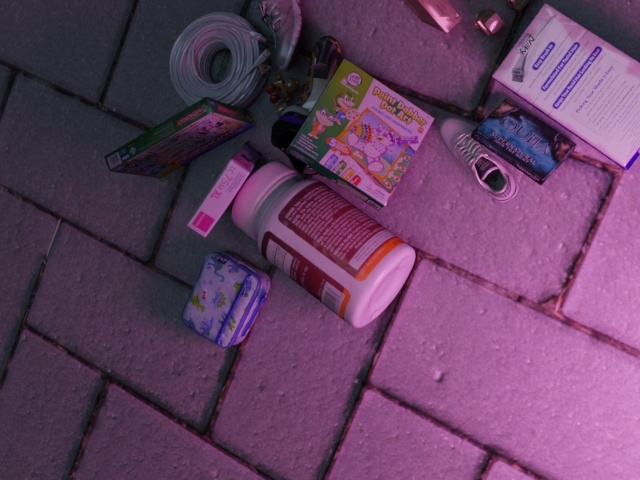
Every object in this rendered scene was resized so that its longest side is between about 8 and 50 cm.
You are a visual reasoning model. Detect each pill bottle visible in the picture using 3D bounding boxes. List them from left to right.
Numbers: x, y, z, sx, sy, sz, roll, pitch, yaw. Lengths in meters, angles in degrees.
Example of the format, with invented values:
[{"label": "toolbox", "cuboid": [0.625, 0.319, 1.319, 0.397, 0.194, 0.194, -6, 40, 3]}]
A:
[{"label": "pill bottle", "cuboid": [0.000, 0.000, 1.845, 0.392, 0.224, 0.224, 37, 103, 19]}]

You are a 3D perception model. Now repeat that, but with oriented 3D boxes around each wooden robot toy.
[{"label": "wooden robot toy", "cuboid": [-0.085, -0.357, 1.947, 0.079, 0.076, 0.173, -21, 108, 8]}]

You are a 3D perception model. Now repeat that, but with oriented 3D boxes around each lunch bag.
[{"label": "lunch bag", "cuboid": [-0.234, 0.146, 2.018, 0.176, 0.090, 0.219, 32, 102, 18]}]

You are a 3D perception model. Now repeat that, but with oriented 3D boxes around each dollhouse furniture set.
[{"label": "dollhouse furniture set", "cuboid": [0.328, -0.636, 1.739, 0.355, 0.174, 0.303, -45, 116, 8]}]

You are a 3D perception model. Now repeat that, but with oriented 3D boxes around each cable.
[{"label": "cable", "cuboid": [-0.255, -0.446, 2.041, 0.257, 0.089, 0.257, 41, 105, 20]}]

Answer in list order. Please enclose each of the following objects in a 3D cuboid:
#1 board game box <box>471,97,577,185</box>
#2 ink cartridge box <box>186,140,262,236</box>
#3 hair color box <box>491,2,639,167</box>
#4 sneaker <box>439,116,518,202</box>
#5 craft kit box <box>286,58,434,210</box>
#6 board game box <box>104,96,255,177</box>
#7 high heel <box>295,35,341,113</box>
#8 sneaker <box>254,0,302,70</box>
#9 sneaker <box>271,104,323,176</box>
[{"label": "board game box", "cuboid": [0.435, -0.215, 1.734, 0.186, 0.026, 0.126, 39, 68, 19]}, {"label": "ink cartridge box", "cuboid": [-0.221, -0.131, 1.925, 0.065, 0.311, 0.186, 34, 104, -9]}, {"label": "hair color box", "cuboid": [0.551, -0.318, 1.679, 0.339, 0.110, 0.185, 40, 105, 17]}, {"label": "sneaker", "cuboid": [0.344, -0.186, 1.773, 0.090, 0.095, 0.235, -45, 71, 18]}, {"label": "craft kit box", "cuboid": [0.091, -0.235, 1.796, 0.250, 0.061, 0.246, 32, 70, -7]}, {"label": "board game box", "cuboid": [-0.345, -0.248, 2.006, 0.317, 0.213, 0.046, -25, 79, 21]}, {"label": "high heel", "cuboid": [-0.005, -0.356, 1.955, 0.093, 0.186, 0.261, 15, 129, -2]}, {"label": "sneaker", "cuboid": [-0.102, -0.542, 1.956, 0.115, 0.105, 0.281, 1, 77, -2]}, {"label": "sneaker", "cuboid": [0.009, -0.183, 1.851, 0.293, 0.146, 0.102, 31, 128, 1]}]
